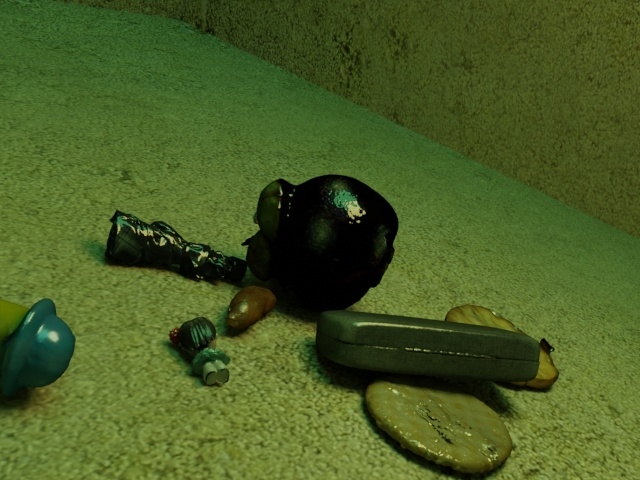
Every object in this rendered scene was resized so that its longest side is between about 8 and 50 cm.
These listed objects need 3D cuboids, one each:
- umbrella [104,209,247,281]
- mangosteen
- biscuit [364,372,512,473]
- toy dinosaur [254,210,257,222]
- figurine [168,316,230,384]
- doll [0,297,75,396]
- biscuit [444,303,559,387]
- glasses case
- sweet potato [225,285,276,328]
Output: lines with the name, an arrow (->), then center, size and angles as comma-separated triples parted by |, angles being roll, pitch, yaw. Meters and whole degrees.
umbrella -> -0.222, 0.017, 1.338 | 0.224, 0.080, 0.071 | 17, -17, -22
mangosteen -> 0.000, 0.000, 1.367 | 0.242, 0.243, 0.243 | 18, 19, -7
biscuit -> 0.160, 0.239, 1.161 | 0.219, 0.033, 0.220 | 18, 18, -6
toy dinosaur -> -0.045, -0.072, 1.771 | 0.101, 0.055, 0.279 | 16, 19, 16
figurine -> -0.152, 0.141, 1.100 | 0.060, 0.047, 0.106 | -24, 43, -12
doll -> -0.416, 0.079, 0.861 | 0.362, 0.145, 0.199 | 13, 14, -39
biscuit -> 0.300, 0.175, 1.472 | 0.202, 0.041, 0.260 | 14, 19, -8
glasses case -> 0.157, 0.153, 1.253 | 0.323, 0.074, 0.131 | 8, 2, -18
sweet potato -> -0.098, 0.093, 1.276 | 0.056, 0.056, 0.195 | 25, 14, 13
